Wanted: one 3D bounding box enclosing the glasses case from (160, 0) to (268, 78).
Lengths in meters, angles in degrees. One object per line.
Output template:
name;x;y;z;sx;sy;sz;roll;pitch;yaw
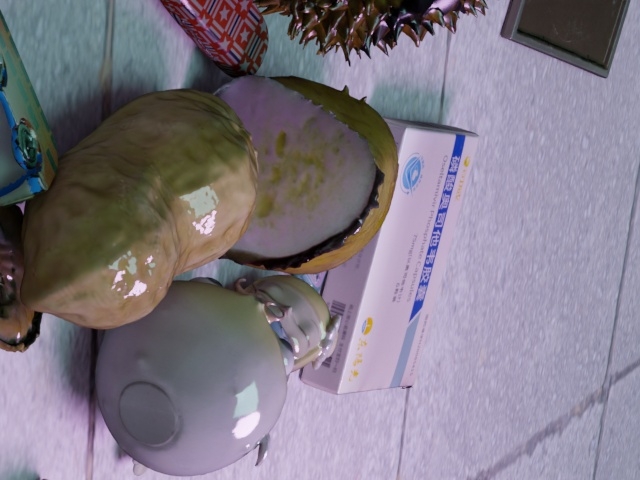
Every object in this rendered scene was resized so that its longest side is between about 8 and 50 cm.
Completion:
glasses case;-0.111;-0.235;1.951;0.073;0.049;0.194;-64;149;-14

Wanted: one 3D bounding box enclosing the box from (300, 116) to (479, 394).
box;0.089;0.020;2.402;0.200;0.065;0.343;1;106;-59

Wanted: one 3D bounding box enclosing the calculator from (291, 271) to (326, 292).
calculator;0.000;0.000;2.272;0.094;0.019;0.141;60;42;-48

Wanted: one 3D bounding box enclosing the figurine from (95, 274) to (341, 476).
figurine;-0.109;0.138;2.086;0.274;0.226;0.394;-50;172;28

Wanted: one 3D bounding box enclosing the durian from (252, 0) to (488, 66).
durian;0.070;-0.372;1.883;0.384;0.347;0.348;-47;142;-31

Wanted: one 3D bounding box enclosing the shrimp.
shrimp;-0.308;0.005;1.700;0.253;0.058;0.173;58;20;-53

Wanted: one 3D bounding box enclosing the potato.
potato;-0.011;-0.067;2.087;0.266;0.229;0.229;5;103;-75

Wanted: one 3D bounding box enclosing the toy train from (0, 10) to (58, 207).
toy train;-0.287;-0.122;1.641;0.099;0.072;0.188;-75;148;-66

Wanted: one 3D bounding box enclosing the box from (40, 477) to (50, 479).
box;-0.312;0.366;1.918;0.212;0.095;0.168;-31;130;-46

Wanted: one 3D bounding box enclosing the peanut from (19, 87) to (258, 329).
peanut;-0.164;-0.029;1.792;0.387;0.192;0.170;-51;129;-59

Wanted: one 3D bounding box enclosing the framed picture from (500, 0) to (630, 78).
framed picture;0.364;-0.370;2.671;0.335;0.022;0.247;8;99;-59
